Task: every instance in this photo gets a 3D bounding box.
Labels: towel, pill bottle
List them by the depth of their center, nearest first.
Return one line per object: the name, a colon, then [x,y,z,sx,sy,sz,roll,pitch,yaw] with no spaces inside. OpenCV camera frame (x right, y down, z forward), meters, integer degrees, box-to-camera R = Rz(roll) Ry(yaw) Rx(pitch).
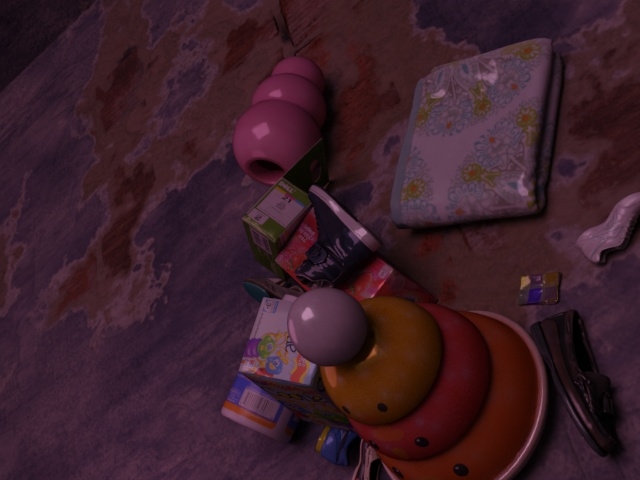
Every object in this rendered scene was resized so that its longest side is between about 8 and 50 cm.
towel: [0.386,0.085,1.828,0.083,0.009,0.060,-7,62,42]
towel: [0.305,-0.206,2.036,0.321,0.090,0.374,-9,59,42]
pill bottle: [-0.077,0.253,2.073,0.152,0.152,0.272,12,74,48]

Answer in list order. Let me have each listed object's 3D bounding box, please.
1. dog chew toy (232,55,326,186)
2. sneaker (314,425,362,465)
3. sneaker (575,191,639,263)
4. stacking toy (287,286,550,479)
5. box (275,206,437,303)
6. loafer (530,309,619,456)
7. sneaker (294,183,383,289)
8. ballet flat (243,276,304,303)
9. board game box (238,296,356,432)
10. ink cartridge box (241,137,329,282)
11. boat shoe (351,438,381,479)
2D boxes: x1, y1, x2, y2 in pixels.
dog chew toy: [-0.077,-0.289,2.398,0.207,0.206,0.331,-12,49,40]
sneaker: [0.071,0.327,1.957,0.082,0.069,0.209,23,73,19]
sneaker: [0.506,-0.020,1.751,0.152,0.054,0.061,-47,50,21]
stacking toy: [0.110,0.203,1.663,0.351,0.480,0.350,-25,49,33]
box: [0.066,0.076,2.045,0.142,0.154,0.300,-54,41,4]
loafer: [0.417,0.216,1.653,0.084,0.096,0.267,-35,43,16]
sneaker: [-0.001,0.000,1.975,0.163,0.086,0.226,-48,42,6]
ballet flat: [-0.085,0.118,2.247,0.068,0.072,0.213,-38,36,-21]
board game box: [-0.006,0.224,1.829,0.142,0.275,0.144,7,67,27]
ink cartridge box: [-0.037,-0.066,2.206,0.097,0.188,0.255,35,70,22]
boat shoe: [0.095,0.398,1.888,0.043,0.049,0.137,4,71,43]
